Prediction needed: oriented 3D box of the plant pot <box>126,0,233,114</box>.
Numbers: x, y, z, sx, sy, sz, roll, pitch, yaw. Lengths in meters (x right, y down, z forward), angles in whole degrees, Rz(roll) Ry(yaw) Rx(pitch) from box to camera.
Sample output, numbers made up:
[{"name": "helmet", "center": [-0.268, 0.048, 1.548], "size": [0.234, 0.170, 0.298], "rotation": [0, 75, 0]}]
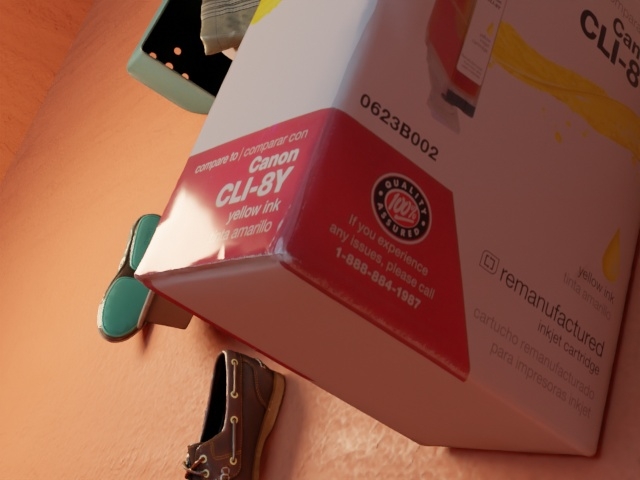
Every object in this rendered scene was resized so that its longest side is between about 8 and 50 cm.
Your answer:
[{"name": "plant pot", "center": [-0.211, -0.304, 1.440], "size": [0.234, 0.165, 0.166], "rotation": [-5, 57, 65]}]

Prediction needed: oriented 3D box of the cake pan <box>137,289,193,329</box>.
[{"name": "cake pan", "center": [-0.129, -0.024, 1.033], "size": [0.293, 0.054, 0.293], "rotation": [-156, 90, -83]}]

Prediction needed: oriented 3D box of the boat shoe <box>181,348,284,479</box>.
[{"name": "boat shoe", "center": [-0.095, 0.204, 0.835], "size": [0.073, 0.073, 0.207], "rotation": [-24, 43, 43]}]

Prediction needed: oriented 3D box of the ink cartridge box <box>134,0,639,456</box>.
[{"name": "ink cartridge box", "center": [0.089, -0.083, 0.622], "size": [0.160, 0.279, 0.385], "rotation": [-12, 51, 51]}]

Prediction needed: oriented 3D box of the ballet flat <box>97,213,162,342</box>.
[{"name": "ballet flat", "center": [-0.257, 0.060, 1.248], "size": [0.068, 0.072, 0.213], "rotation": [116, 169, -55]}]

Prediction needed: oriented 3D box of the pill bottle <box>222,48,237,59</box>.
[{"name": "pill bottle", "center": [-0.066, -0.385, 1.309], "size": [0.136, 0.136, 0.246], "rotation": [-20, 46, 48]}]

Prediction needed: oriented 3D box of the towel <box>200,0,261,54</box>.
[{"name": "towel", "center": [0.001, -0.346, 1.115], "size": [0.324, 0.056, 0.312], "rotation": [-13, 44, 5]}]
